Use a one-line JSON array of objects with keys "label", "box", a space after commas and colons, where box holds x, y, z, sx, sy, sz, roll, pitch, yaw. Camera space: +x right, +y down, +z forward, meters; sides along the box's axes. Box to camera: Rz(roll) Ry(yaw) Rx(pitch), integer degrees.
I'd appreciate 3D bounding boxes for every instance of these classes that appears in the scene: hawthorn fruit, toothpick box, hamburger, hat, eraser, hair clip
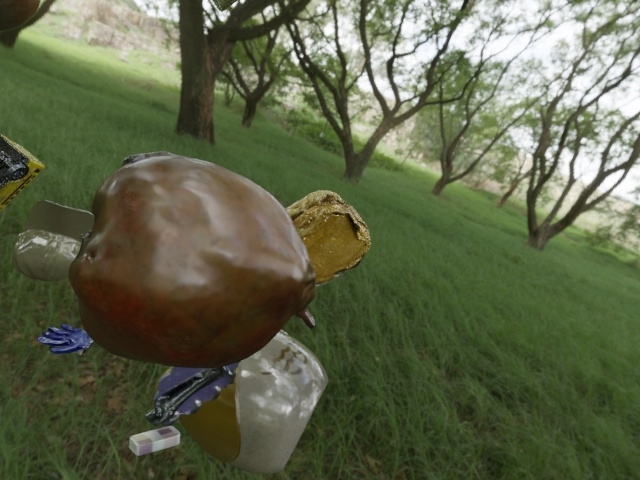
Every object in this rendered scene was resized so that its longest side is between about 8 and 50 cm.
[{"label": "hawthorn fruit", "box": [-0.175, 0.039, 0.580, 0.325, 0.308, 0.308, 11, 9, 12]}, {"label": "toothpick box", "box": [-0.227, 0.455, 1.241, 0.425, 0.408, 0.409, 28, 12, 10]}, {"label": "hamburger", "box": [0.000, 0.000, 1.229, 0.319, 0.318, 0.158, 14, 34, -30]}, {"label": "hat", "box": [-0.619, 0.007, 0.938, 0.166, 0.173, 0.144, 17, 56, -25]}, {"label": "eraser", "box": [-0.398, 0.481, 0.974, 0.105, 0.026, 0.065, 4, 0, -43]}, {"label": "hair clip", "box": [-0.239, 0.276, 0.764, 0.052, 0.195, 0.124, 35, -25, 49]}]

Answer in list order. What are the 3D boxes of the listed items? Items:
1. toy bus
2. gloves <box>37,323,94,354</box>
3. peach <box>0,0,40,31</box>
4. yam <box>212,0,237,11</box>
[{"label": "toy bus", "box": [-1.080, -0.171, 1.311, 0.145, 0.331, 0.151, 42, -7, -4]}, {"label": "gloves", "box": [-0.457, 0.178, 0.724, 0.086, 0.026, 0.064, 23, 22, 0]}, {"label": "peach", "box": [-0.869, -0.672, 1.043, 0.252, 0.252, 0.252, 20, 11, -4]}, {"label": "yam", "box": [-0.138, -0.455, 0.699, 0.054, 0.132, 0.054, 45, -6, 6]}]
